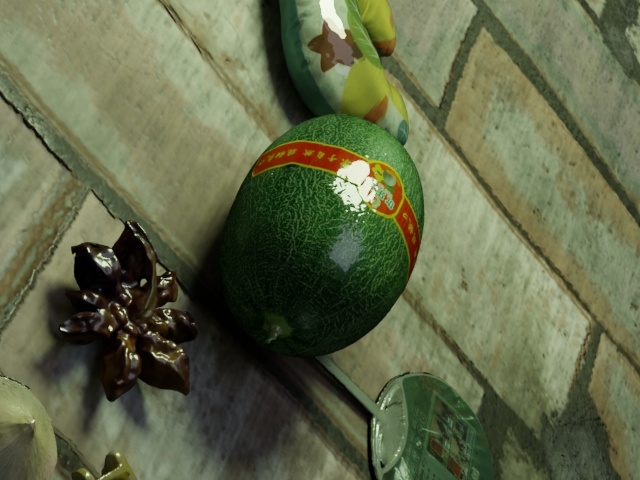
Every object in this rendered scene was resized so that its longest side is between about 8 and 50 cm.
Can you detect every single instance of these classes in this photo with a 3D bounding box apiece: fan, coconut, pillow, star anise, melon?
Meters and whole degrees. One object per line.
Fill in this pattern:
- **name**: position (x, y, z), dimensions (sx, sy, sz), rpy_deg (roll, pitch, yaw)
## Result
- **fan**: position (0.101, 0.194, 1.846), dimensions (0.223, 0.012, 0.294), rpy_deg (-34, 99, -55)
- **coconut**: position (-0.243, 0.148, 1.318), dimensions (0.110, 0.124, 0.110), rpy_deg (27, 51, -40)
- **pillow**: position (0.027, -0.216, 1.947), dimensions (0.214, 0.086, 0.233), rpy_deg (34, 41, -52)
- **star anise**: position (-0.162, 0.066, 1.541), dimensions (0.168, 0.057, 0.168), rpy_deg (19, 65, -47)
- **melon**: position (0.000, 0.000, 1.684), dimensions (0.182, 0.182, 0.287), rpy_deg (48, 40, -24)

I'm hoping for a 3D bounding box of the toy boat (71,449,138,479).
- **toy boat**: position (-0.125, 0.272, 1.434), dimensions (0.068, 0.088, 0.226), rpy_deg (-27, 91, -56)
